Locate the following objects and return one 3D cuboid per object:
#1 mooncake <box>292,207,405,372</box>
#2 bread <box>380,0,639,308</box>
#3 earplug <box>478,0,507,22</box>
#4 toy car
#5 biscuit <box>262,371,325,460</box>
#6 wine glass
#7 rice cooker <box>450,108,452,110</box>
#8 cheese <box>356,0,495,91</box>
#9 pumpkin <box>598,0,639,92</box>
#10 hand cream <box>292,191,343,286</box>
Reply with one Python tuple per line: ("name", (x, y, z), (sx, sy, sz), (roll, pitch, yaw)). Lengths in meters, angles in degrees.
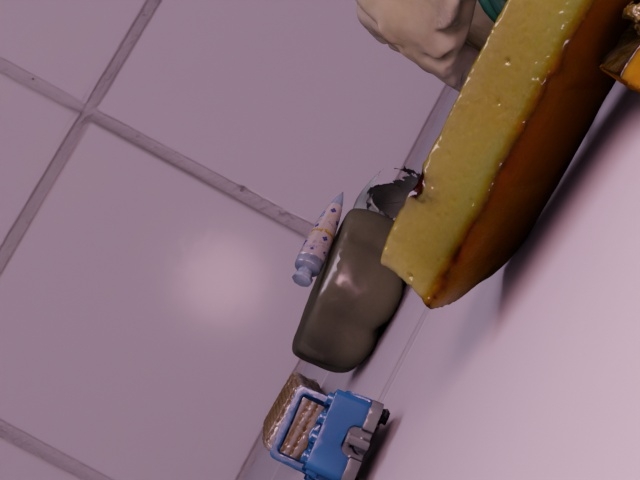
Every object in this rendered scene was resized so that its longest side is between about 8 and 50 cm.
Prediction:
("mooncake", (0.054, 0.087, 1.615), (0.275, 0.135, 0.274), (-155, 90, -89))
("bread", (0.168, -0.118, 0.764), (0.138, 0.077, 0.361), (-20, -38, -52))
("earplug", (0.232, -0.284, 0.847), (0.257, 0.164, 0.280), (-69, 14, -9))
("toy car", (0.007, 0.209, 1.067), (0.191, 0.100, 0.097), (103, -169, -75))
("biscuit", (-0.050, 0.330, 1.932), (0.144, 0.079, 0.426), (-60, 1, -6))
("wine glass", (0.107, -0.015, 1.857), (0.143, 0.143, 0.321), (-62, 3, -32))
("rice cooker", (0.177, -0.107, 0.977), (0.165, 0.106, 0.112), (-56, -4, -44))
("cheese", (0.175, -0.314, 1.070), (0.292, 0.153, 0.332), (-20, -43, -41))
("pumpkin", (0.224, -0.138, 0.665), (0.083, 0.054, 0.074), (-53, 4, 11))
("hand cream", (0.000, 0.000, 1.576), (0.170, 0.043, 0.065), (-64, 3, -37))
